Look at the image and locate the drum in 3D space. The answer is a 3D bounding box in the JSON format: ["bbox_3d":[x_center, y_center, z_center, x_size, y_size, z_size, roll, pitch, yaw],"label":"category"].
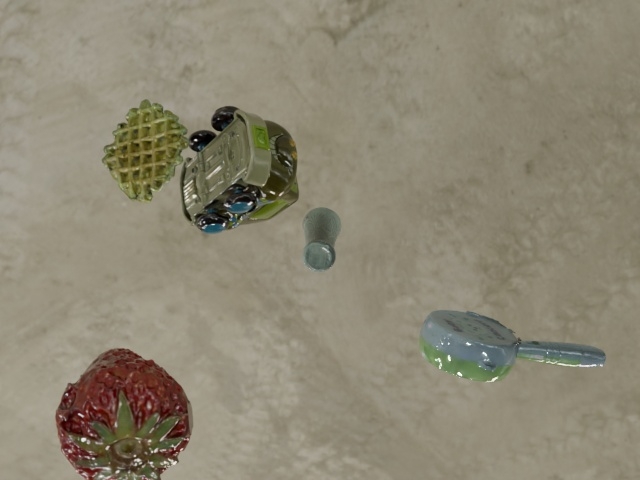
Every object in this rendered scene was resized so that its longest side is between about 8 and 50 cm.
[{"bbox_3d":[0.242,0.137,0.961,0.253,0.130,0.049,12,104,-7],"label":"drum"}]

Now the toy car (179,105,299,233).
[{"bbox_3d":[-0.127,-0.117,1.485,0.198,0.204,0.248,11,148,-38],"label":"toy car"}]

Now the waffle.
[{"bbox_3d":[-0.313,-0.162,1.438,0.169,0.183,0.036,-51,148,9],"label":"waffle"}]

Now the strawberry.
[{"bbox_3d":[-0.304,0.255,1.236,0.205,0.244,0.205,-8,116,-16],"label":"strawberry"}]

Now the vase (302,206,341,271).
[{"bbox_3d":[0.000,0.000,1.870,0.096,0.219,0.096,1,110,2],"label":"vase"}]
